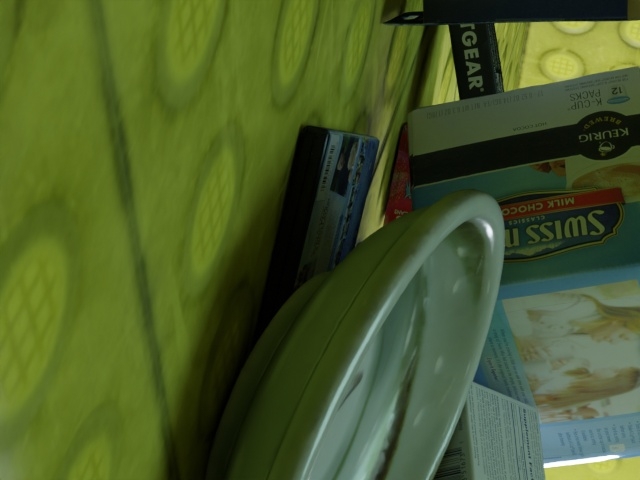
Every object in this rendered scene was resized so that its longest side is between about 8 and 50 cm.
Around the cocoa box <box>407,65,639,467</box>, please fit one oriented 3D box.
[{"bbox_3d":[0.236,0.044,1.317,0.347,0.231,0.228,64,22,-50],"label":"cocoa box"}]

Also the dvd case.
[{"bbox_3d":[0.000,0.000,1.089,0.253,0.022,0.180,-15,119,-79],"label":"dvd case"}]

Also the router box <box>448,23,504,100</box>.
[{"bbox_3d":[0.173,-0.219,1.512,0.133,0.046,0.178,-22,104,-78],"label":"router box"}]

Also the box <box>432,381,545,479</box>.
[{"bbox_3d":[0.141,0.204,1.219,0.137,0.072,0.126,26,53,-48],"label":"box"}]

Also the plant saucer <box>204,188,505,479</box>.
[{"bbox_3d":[0.010,0.137,0.988,0.400,0.101,0.400,-55,158,-34],"label":"plant saucer"}]

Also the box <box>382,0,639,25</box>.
[{"bbox_3d":[0.176,-0.216,1.211,0.136,0.225,0.036,-48,136,-71],"label":"box"}]

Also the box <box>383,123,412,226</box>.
[{"bbox_3d":[0.164,-0.074,1.588,0.257,0.128,0.122,-37,140,-75],"label":"box"}]
